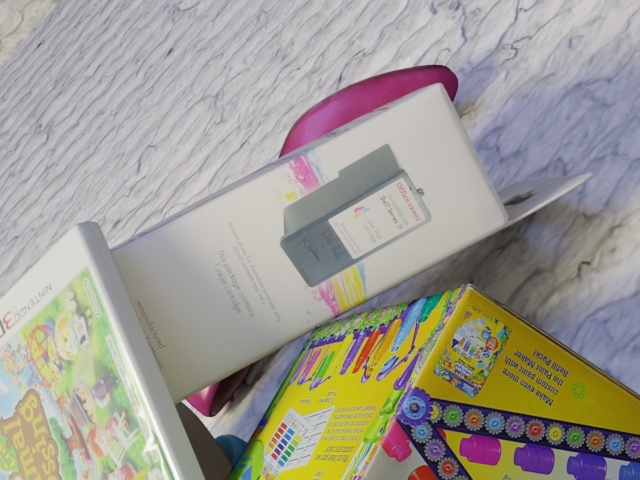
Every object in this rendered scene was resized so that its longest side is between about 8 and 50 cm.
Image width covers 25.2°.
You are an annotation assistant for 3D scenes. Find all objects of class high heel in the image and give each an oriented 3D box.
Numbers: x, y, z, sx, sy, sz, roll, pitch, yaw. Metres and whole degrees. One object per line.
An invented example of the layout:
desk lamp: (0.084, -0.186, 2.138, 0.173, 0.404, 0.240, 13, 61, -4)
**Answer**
high heel: (0.000, 0.000, 1.328, 0.377, 0.127, 0.181, -38, 59, 15)

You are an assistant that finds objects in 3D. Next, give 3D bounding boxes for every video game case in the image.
video game case: (-0.168, 0.125, 0.966, 0.193, 0.023, 0.212, -39, 69, 39)

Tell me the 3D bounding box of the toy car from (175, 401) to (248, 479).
toy car: (-0.177, 0.241, 1.137, 0.238, 0.219, 0.210, -52, 28, 6)

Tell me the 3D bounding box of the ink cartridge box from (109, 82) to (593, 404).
ink cartridge box: (0.005, -0.014, 1.086, 0.354, 0.119, 0.207, -27, 4, -9)

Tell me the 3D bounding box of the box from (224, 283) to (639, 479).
box: (0.036, 0.199, 0.825, 0.279, 0.177, 0.290, -59, 10, -15)
